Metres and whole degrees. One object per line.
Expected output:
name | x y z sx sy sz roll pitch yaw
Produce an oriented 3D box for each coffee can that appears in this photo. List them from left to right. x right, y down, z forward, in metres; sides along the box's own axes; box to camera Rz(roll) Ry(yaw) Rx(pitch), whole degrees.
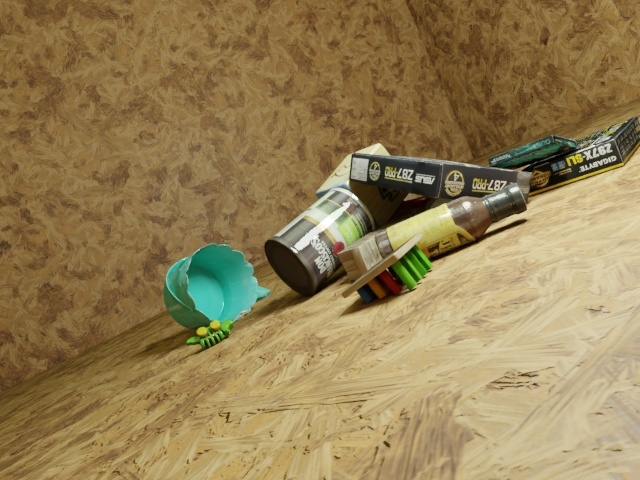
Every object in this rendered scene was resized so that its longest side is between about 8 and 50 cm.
coffee can | 0.000 0.000 1.532 0.275 0.202 0.201 -41 11 -27

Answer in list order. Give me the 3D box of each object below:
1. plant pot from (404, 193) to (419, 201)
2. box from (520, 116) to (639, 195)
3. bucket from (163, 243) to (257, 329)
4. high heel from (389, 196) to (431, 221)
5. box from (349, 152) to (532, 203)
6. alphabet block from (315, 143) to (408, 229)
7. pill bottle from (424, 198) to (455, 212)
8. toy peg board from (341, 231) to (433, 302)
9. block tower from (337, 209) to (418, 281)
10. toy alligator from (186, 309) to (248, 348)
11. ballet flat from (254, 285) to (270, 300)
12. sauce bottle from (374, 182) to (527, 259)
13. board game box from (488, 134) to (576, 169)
plant pot | 0.314 -0.136 1.987 0.167 0.165 0.167 -26 4 2
box | 0.733 -0.236 1.451 0.257 0.079 0.322 -18 8 43
bucket | -0.369 0.160 1.711 0.183 0.281 0.281 -25 3 39
high heel | 0.302 -0.059 1.679 0.377 0.127 0.181 -40 37 12
box | 0.313 -0.175 1.426 0.318 0.097 0.395 -1 12 -30
alphabet block | 0.141 -0.162 1.664 0.197 0.193 0.192 -51 22 -25
pill bottle | 0.359 -0.082 1.511 0.103 0.103 0.184 -24 5 9
toy peg board | 0.152 0.076 1.101 0.160 0.079 0.161 -41 -6 33
block tower | 0.184 0.010 1.479 0.097 0.091 0.335 -22 5 43
toy alligator | -0.276 0.253 1.433 0.189 0.056 0.051 -25 46 -19
ballet flat | -0.292 0.196 1.919 0.247 0.087 0.083 -21 5 38
sauce bottle | 0.301 -0.033 1.209 0.344 0.111 0.111 -24 4 16
board game box | 0.566 -0.233 1.387 0.126 0.026 0.186 -1 -11 -39
